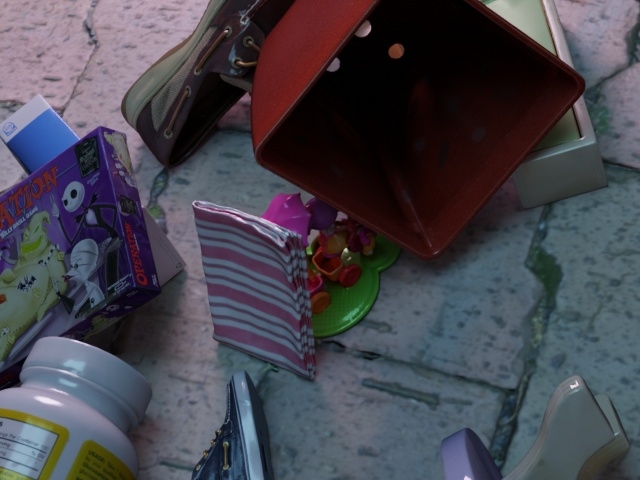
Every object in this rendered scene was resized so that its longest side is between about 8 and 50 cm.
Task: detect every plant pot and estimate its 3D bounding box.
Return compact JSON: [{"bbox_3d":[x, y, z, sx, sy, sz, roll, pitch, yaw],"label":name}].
[{"bbox_3d":[0.078,-0.188,1.731,0.267,0.267,0.235,-50,33,17],"label":"plant pot"}]

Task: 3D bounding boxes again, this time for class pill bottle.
[{"bbox_3d":[-0.306,0.278,1.653,0.188,0.188,0.334,9,60,26],"label":"pill bottle"}]

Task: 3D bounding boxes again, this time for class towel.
[{"bbox_3d":[-0.074,0.056,1.722,0.144,0.197,0.029,19,40,33],"label":"towel"}]

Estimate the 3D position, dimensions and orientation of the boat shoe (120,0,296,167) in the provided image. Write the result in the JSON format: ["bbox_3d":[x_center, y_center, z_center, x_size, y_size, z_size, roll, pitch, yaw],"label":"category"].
[{"bbox_3d":[-0.098,-0.224,1.937,0.342,0.123,0.123,-41,62,15],"label":"boat shoe"}]

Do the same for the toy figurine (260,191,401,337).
[{"bbox_3d":[0.000,0.000,1.748,0.173,0.159,0.130,-39,53,-9],"label":"toy figurine"}]

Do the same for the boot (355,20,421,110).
[{"bbox_3d":[0.140,-0.245,1.924,0.197,0.073,0.152,-38,50,8],"label":"boot"}]

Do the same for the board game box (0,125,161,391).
[{"bbox_3d":[-0.335,0.040,1.804,0.347,0.056,0.208,-32,57,30],"label":"board game box"}]

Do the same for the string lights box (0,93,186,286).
[{"bbox_3d":[-0.281,-0.053,1.907,0.077,0.133,0.260,-40,53,-8],"label":"string lights box"}]

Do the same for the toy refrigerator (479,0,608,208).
[{"bbox_3d":[0.248,-0.178,1.820,0.102,0.094,0.269,-16,53,10],"label":"toy refrigerator"}]

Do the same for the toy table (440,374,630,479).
[{"bbox_3d":[0.223,0.248,1.452,0.161,0.252,0.274,-28,38,10],"label":"toy table"}]

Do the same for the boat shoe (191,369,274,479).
[{"bbox_3d":[-0.100,0.227,1.688,0.083,0.065,0.183,-17,54,8],"label":"boat shoe"}]
